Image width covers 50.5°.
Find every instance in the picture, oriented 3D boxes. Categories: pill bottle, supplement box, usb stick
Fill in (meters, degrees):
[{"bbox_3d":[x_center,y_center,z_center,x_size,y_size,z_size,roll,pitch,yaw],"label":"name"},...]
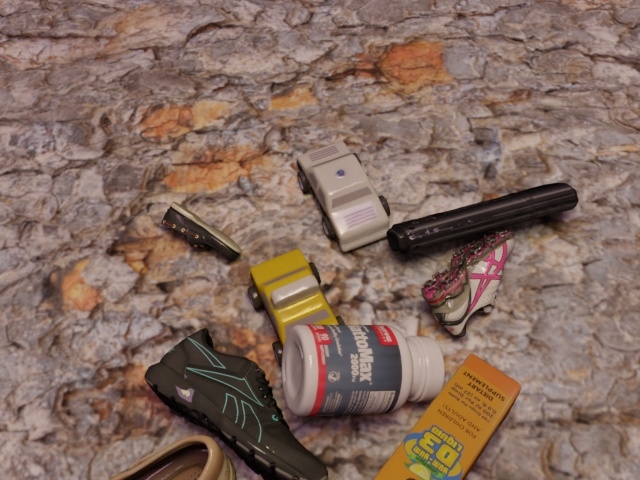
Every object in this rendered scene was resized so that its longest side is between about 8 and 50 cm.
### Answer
[{"bbox_3d":[0.052,0.156,0.823,0.180,0.108,0.108,3,55,-20],"label":"pill bottle"},{"bbox_3d":[0.138,0.239,0.773,0.078,0.080,0.233,32,53,20],"label":"supplement box"},{"bbox_3d":[0.233,-0.033,0.968,0.278,0.077,0.045,-14,98,-10],"label":"usb stick"}]

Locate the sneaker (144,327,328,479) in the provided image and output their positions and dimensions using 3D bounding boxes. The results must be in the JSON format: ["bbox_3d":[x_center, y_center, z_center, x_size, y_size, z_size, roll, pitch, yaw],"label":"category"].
[{"bbox_3d":[-0.091,0.202,0.825,0.267,0.101,0.106,31,62,20],"label":"sneaker"}]

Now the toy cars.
[{"bbox_3d":[0.000,0.000,0.956,0.176,0.087,0.394,13,59,11],"label":"toy cars"}]

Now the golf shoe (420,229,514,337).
[{"bbox_3d":[0.213,0.055,0.933,0.186,0.067,0.086,-39,104,-31],"label":"golf shoe"}]

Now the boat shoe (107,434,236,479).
[{"bbox_3d":[-0.252,0.330,0.743,0.341,0.110,0.121,-37,62,-18],"label":"boat shoe"}]

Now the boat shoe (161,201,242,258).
[{"bbox_3d":[-0.175,-0.008,1.000,0.133,0.049,0.042,31,92,13],"label":"boat shoe"}]
